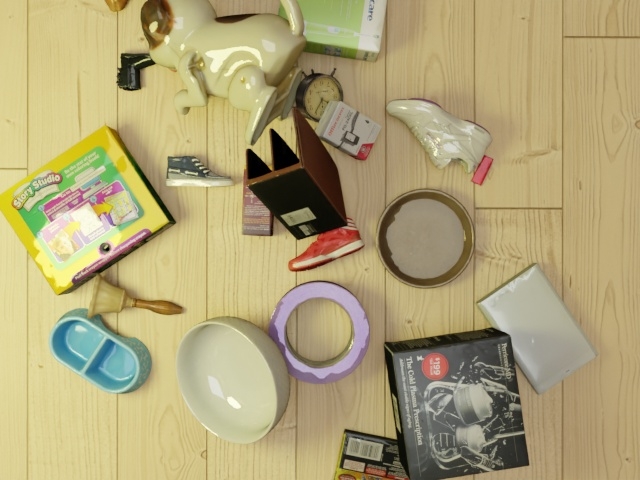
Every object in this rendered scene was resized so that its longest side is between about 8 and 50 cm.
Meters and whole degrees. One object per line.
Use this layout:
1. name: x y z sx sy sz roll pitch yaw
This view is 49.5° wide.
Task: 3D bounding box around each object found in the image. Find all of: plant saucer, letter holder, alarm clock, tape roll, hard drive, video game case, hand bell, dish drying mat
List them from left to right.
1. hand bell: -0.501 0.173 1.898 0.242 0.126 0.126 13 90 -15
2. letter holder: -0.062 -0.174 1.798 0.152 0.302 0.215 -17 58 16
3. alarm clock: -0.005 -0.371 1.896 0.129 0.064 0.192 -13 111 -29
4. tape roll: -0.004 0.248 1.900 0.274 0.090 0.275 0 90 -2
5. video game case: 0.174 0.675 1.930 0.274 0.035 0.248 12 90 -2
6. plant saucer: 0.289 -0.005 1.928 0.277 0.041 0.278 0 90 -2
7. dish drying mat: 0.454 -0.197 1.946 0.032 0.008 0.083 26 91 0
8. hard drive: 0.603 0.246 1.933 0.203 0.040 0.308 -34 91 -1

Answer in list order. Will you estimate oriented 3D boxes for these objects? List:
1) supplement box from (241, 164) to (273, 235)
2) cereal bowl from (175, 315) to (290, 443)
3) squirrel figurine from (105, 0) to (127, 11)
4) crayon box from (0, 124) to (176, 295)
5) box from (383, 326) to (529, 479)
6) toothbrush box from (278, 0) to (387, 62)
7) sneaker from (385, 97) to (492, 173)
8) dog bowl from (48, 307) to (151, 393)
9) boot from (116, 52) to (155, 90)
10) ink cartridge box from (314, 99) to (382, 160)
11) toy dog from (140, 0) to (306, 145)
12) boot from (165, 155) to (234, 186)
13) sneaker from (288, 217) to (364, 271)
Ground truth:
1. supplement box: -0.168 -0.106 1.889 0.080 0.104 0.188 2 90 0
2. cereal bowl: -0.215 0.353 1.837 0.338 0.141 0.339 9 108 29
3. squirrel figurine: -0.523 -0.846 1.749 0.281 0.370 0.397 -24 90 0
4. crayon box: -0.634 -0.081 1.883 0.363 0.106 0.313 -33 89 0
5. box: 0.352 0.425 1.830 0.312 0.179 0.343 -9 90 -3
6. toothbrush box: 0.032 -0.617 1.882 0.283 0.122 0.206 8 91 0
7. sneaker: 0.311 -0.286 1.890 0.305 0.114 0.152 25 89 -1
8. dog bowl: -0.609 0.308 1.899 0.297 0.074 0.166 33 89 -1
9. boot: -0.504 -0.464 1.913 0.121 0.045 0.099 3 88 6
10. ink cartridge box: 0.074 -0.299 1.884 0.150 0.063 0.109 25 91 -28
11. toy dog: -0.266 -0.486 1.761 0.407 0.285 0.395 26 133 5
12. boot: -0.332 -0.190 1.903 0.189 0.069 0.086 1 93 1
13. sneaker: 0.000 0.000 1.913 0.221 0.087 0.128 -19 82 -13
